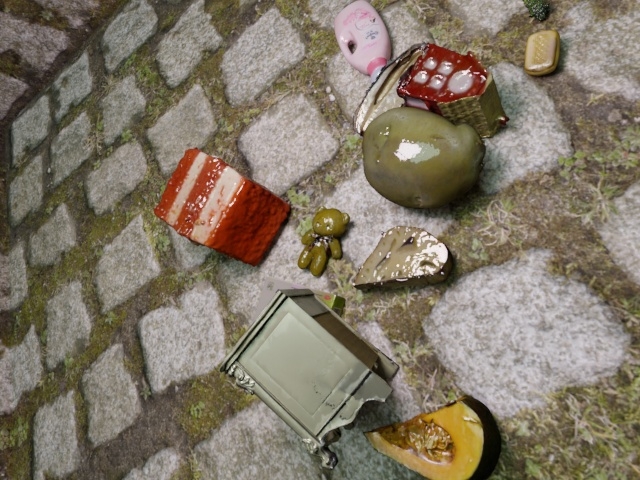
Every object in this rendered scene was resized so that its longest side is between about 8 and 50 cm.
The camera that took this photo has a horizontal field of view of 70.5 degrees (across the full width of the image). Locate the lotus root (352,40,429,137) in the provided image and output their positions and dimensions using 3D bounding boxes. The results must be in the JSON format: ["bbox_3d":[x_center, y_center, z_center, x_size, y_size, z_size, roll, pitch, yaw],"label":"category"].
[{"bbox_3d":[0.227,-0.430,1.336,0.167,0.078,0.329,39,95,-2],"label":"lotus root"}]

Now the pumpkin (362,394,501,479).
[{"bbox_3d":[0.251,0.413,1.004,0.280,0.139,0.190,18,88,32],"label":"pumpkin"}]

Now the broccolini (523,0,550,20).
[{"bbox_3d":[0.556,-0.692,1.248,0.054,0.051,0.239,-33,57,29],"label":"broccolini"}]

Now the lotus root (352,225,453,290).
[{"bbox_3d":[0.216,0.047,1.190,0.260,0.074,0.170,-3,72,32],"label":"lotus root"}]

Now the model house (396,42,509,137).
[{"bbox_3d":[0.359,-0.373,1.170,0.253,0.196,0.160,31,89,34],"label":"model house"}]

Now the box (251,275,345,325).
[{"bbox_3d":[-0.071,0.218,1.315,0.260,0.062,0.175,11,80,35],"label":"box"}]

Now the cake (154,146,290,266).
[{"bbox_3d":[-0.309,-0.100,1.442,0.319,0.269,0.270,27,89,36],"label":"cake"}]

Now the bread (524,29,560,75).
[{"bbox_3d":[0.569,-0.475,1.159,0.082,0.056,0.115,0,79,35],"label":"bread"}]

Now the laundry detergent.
[{"bbox_3d":[0.149,-0.617,1.446,0.159,0.087,0.336,-29,61,22],"label":"laundry detergent"}]

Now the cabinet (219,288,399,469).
[{"bbox_3d":[-0.010,0.301,1.065,0.318,0.290,0.228,39,93,12],"label":"cabinet"}]

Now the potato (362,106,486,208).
[{"bbox_3d":[0.247,-0.207,1.166,0.326,0.221,0.243,30,88,31],"label":"potato"}]

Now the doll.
[{"bbox_3d":[0.000,0.000,1.328,0.137,0.097,0.210,23,92,29],"label":"doll"}]
